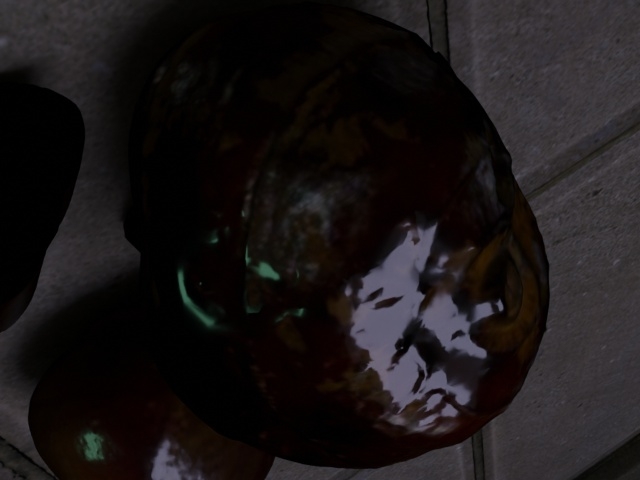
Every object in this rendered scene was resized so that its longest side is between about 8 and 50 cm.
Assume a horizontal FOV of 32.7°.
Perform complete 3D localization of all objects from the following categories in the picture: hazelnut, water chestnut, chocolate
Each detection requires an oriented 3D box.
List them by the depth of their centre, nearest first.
[{"bbox_3d":[-0.190,-0.007,0.562,0.125,0.148,0.080,8,143,-2],"label":"chocolate"},{"bbox_3d":[0.000,0.000,0.655,0.244,0.289,0.289,-28,153,6],"label":"water chestnut"},{"bbox_3d":[-0.114,0.129,0.817,0.178,0.178,0.204,-61,174,38],"label":"hazelnut"}]
